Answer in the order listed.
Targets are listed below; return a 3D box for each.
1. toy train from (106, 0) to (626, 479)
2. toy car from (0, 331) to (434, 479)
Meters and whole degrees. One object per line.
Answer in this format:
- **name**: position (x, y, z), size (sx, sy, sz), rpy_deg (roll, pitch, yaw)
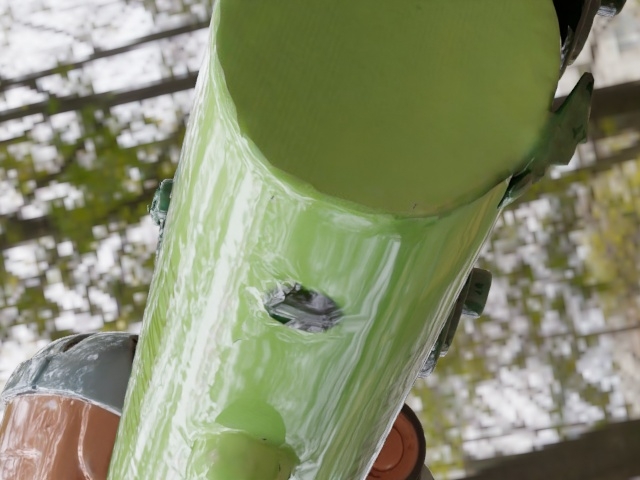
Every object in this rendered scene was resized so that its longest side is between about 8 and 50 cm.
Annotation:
- **toy train**: position (0.000, 0.000, 0.424), size (0.253, 0.105, 0.157), rpy_deg (110, 178, -54)
- **toy car**: position (-0.076, 0.175, 1.037), size (0.270, 0.180, 0.212), rpy_deg (26, -110, -23)
